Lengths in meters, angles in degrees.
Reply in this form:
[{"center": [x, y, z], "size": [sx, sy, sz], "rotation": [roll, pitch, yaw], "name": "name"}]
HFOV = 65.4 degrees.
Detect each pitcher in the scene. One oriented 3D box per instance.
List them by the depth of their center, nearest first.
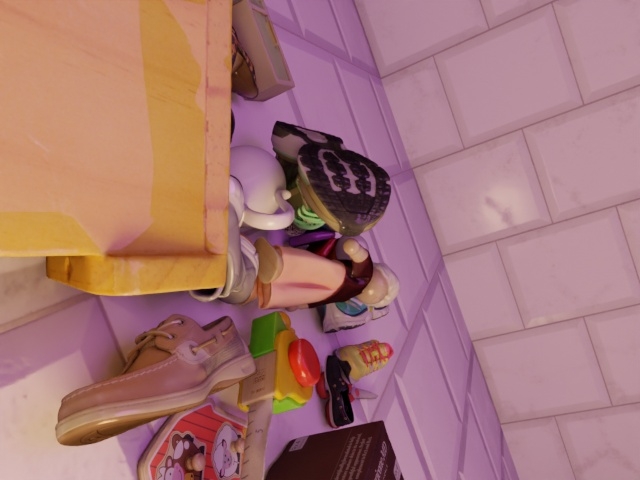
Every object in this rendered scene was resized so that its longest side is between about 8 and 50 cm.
[{"center": [-0.105, -0.068, 0.751], "size": [0.207, 0.177, 0.126], "rotation": [-52, 154, -65], "name": "pitcher"}]

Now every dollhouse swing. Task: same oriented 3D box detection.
[{"center": [-0.245, -0.135, 0.406], "size": [0.304, 0.315, 0.347], "rotation": [1, 90, -38], "name": "dollhouse swing"}]

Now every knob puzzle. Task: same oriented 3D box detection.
[{"center": [-0.136, 0.282, 0.592], "size": [0.213, 0.029, 0.213], "rotation": [49, 31, -44], "name": "knob puzzle"}]

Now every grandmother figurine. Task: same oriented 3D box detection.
[{"center": [0.012, 0.074, 0.875], "size": [0.342, 0.207, 0.104], "rotation": [9, 60, -42], "name": "grandmother figurine"}]

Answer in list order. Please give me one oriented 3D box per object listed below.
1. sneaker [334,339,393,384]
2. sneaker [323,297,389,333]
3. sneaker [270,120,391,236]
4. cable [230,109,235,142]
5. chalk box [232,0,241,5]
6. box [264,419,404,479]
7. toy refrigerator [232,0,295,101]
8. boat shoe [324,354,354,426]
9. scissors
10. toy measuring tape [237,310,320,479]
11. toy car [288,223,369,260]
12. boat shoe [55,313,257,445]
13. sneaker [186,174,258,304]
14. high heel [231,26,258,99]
[{"center": [0.101, 0.250, 1.084], "size": [0.082, 0.094, 0.208], "rotation": [63, 17, 15], "name": "sneaker"}, {"center": [0.081, 0.131, 1.119], "size": [0.275, 0.106, 0.110], "rotation": [1, 76, -68], "name": "sneaker"}, {"center": [-0.003, -0.075, 0.870], "size": [0.410, 0.157, 0.182], "rotation": [-118, -141, -61], "name": "sneaker"}, {"center": [-0.200, -0.215, 0.826], "size": [0.151, 0.047, 0.184], "rotation": [55, 22, -18], "name": "cable"}, {"center": [-0.223, -0.567, 0.862], "size": [0.289, 0.179, 0.180], "rotation": [66, 23, -12], "name": "chalk box"}, {"center": [0.034, 0.401, 0.706], "size": [0.168, 0.166, 0.203], "rotation": [-28, 99, -72], "name": "box"}, {"center": [-0.149, -0.440, 1.048], "size": [0.270, 0.094, 0.102], "rotation": [69, 22, -5], "name": "toy refrigerator"}, {"center": [0.036, 0.281, 0.943], "size": [0.049, 0.042, 0.133], "rotation": [32, 44, -54], "name": "boat shoe"}, {"center": [0.067, 0.315, 1.062], "size": [0.297, 0.021, 0.109], "rotation": [9, 63, -64], "name": "scissors"}, {"center": [-0.058, 0.232, 0.682], "size": [0.121, 0.121, 0.330], "rotation": [56, 19, -34], "name": "toy measuring tape"}, {"center": [0.000, 0.000, 1.028], "size": [0.136, 0.159, 0.182], "rotation": [-21, 93, -32], "name": "toy car"}, {"center": [-0.166, 0.136, 0.542], "size": [0.098, 0.109, 0.302], "rotation": [69, 15, 9], "name": "boat shoe"}, {"center": [-0.136, 0.036, 0.626], "size": [0.263, 0.099, 0.121], "rotation": [88, 3, -58], "name": "sneaker"}, {"center": [-0.144, -0.288, 0.867], "size": [0.186, 0.093, 0.261], "rotation": [45, 10, -40], "name": "high heel"}]
